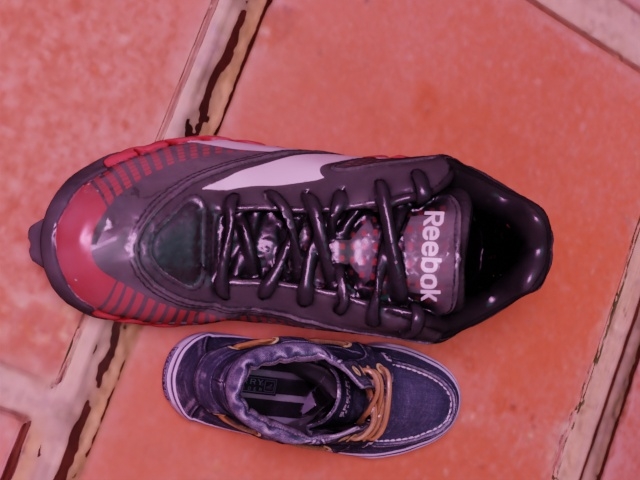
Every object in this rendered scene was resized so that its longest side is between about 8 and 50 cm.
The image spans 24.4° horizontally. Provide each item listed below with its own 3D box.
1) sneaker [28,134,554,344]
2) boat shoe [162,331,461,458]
[{"bbox_3d":[0.000,-0.001,0.738,0.276,0.135,0.098,1,93,-30],"label":"sneaker"},{"bbox_3d":[0.014,0.085,0.778,0.183,0.083,0.065,8,88,-31],"label":"boat shoe"}]
